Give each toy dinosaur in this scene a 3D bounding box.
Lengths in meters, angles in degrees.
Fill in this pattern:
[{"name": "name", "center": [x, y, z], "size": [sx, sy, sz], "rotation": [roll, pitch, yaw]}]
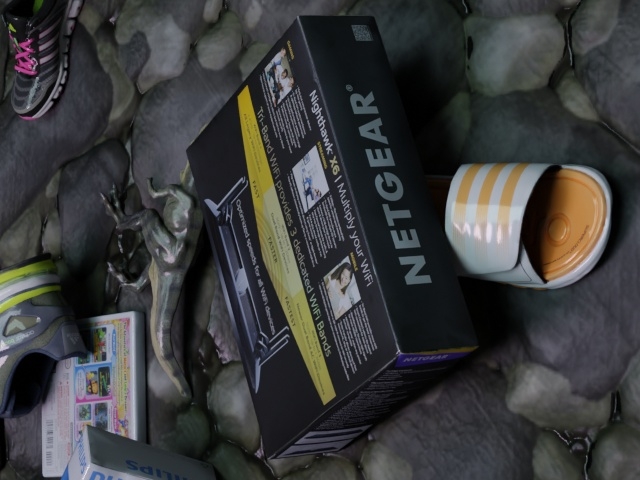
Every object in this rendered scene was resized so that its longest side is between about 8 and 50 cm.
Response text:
[{"name": "toy dinosaur", "center": [-0.155, 0.008, 1.795], "size": [0.118, 0.064, 0.268], "rotation": [13, 97, 36]}]

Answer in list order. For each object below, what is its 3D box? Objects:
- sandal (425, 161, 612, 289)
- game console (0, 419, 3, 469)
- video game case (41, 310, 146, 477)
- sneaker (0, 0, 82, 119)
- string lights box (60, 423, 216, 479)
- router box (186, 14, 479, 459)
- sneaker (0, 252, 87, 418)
[{"name": "sandal", "center": [0.116, -0.013, 1.535], "size": [0.265, 0.076, 0.102], "rotation": [0, 85, 42]}, {"name": "game console", "center": [-0.383, 0.195, 2.013], "size": [0.107, 0.071, 0.122], "rotation": [-8, 79, 11]}, {"name": "video game case", "center": [-0.227, 0.155, 1.870], "size": [0.143, 0.019, 0.157], "rotation": [-10, 78, 41]}, {"name": "sneaker", "center": [-0.300, -0.211, 1.941], "size": [0.063, 0.075, 0.170], "rotation": [24, 101, 42]}, {"name": "string lights box", "center": [-0.206, 0.314, 1.743], "size": [0.259, 0.133, 0.077], "rotation": [-64, 19, 16]}, {"name": "router box", "center": [0.000, 0.000, 1.591], "size": [0.243, 0.081, 0.308], "rotation": [-43, 57, 52]}, {"name": "sneaker", "center": [-0.355, 0.143, 1.896], "size": [0.300, 0.111, 0.121], "rotation": [-41, 72, 27]}]
